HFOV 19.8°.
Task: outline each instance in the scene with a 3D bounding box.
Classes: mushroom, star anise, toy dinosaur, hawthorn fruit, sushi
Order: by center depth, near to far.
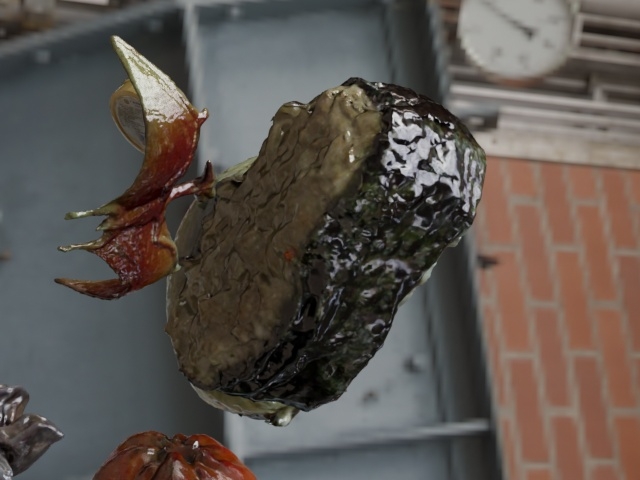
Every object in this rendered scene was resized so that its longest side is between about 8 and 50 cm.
[{"bbox_3d":[0.000,0.000,1.728,0.350,0.171,0.211,-50,-151,28],"label":"sushi"},{"bbox_3d":[-0.404,0.222,1.878,0.212,0.283,0.129,-85,167,-70],"label":"star anise"},{"bbox_3d":[-0.209,-0.061,1.949,0.113,0.206,0.327,42,-17,27],"label":"toy dinosaur"},{"bbox_3d":[-0.175,0.364,2.208,0.224,0.224,0.260,-154,-121,-62],"label":"hawthorn fruit"},{"bbox_3d":[-0.094,0.054,2.269,0.247,0.130,0.344,-2,-100,47],"label":"mushroom"}]

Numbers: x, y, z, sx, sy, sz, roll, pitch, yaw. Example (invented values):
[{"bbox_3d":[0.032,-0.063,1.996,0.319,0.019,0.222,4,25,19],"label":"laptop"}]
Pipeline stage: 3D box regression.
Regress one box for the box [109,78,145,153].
[{"bbox_3d":[-0.198,-0.144,2.150,0.105,0.037,0.105,29,-34,22],"label":"box"}]
